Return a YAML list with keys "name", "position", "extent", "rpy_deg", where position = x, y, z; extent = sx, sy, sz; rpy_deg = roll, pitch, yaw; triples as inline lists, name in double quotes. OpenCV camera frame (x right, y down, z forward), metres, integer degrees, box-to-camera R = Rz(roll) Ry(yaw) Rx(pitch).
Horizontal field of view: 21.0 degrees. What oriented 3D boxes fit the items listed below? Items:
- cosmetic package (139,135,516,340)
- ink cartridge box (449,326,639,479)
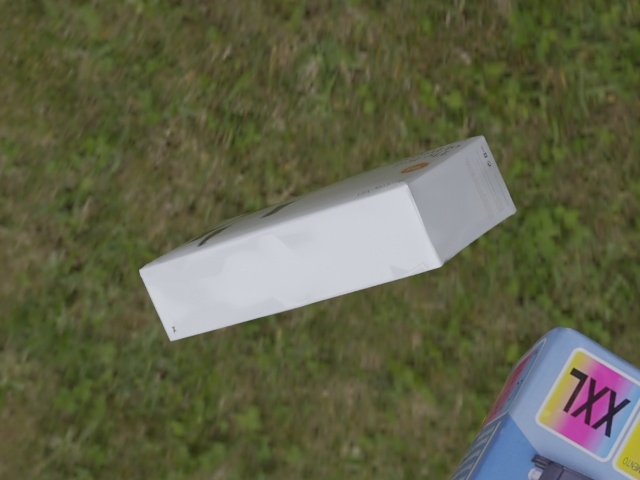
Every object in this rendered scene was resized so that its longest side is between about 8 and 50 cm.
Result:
- name: "cosmetic package"
  position: [0.000, 0.000, 1.126]
  extent: [0.239, 0.099, 0.060]
  rpy_deg: [-17, 102, 40]
- name: "ink cartridge box"
  position: [0.152, 0.293, 1.057]
  extent: [0.270, 0.151, 0.395]
  rpy_deg: [31, 73, 5]
